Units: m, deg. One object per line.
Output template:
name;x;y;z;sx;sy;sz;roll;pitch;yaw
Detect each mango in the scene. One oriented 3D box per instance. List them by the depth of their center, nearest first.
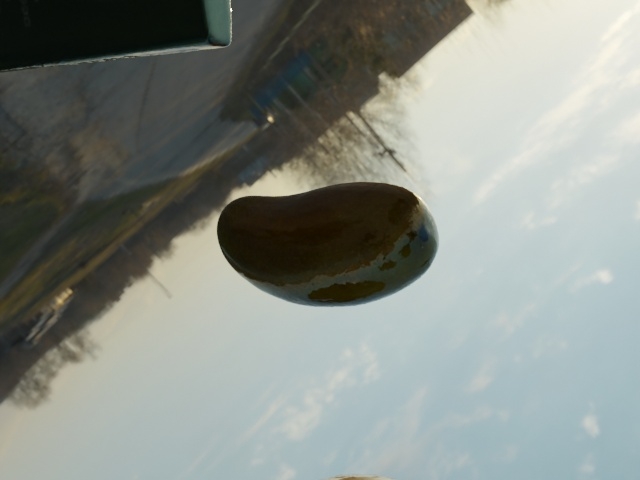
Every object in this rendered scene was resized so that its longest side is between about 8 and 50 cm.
mango;0.000;0.000;0.768;0.227;0.099;0.136;5;-135;26

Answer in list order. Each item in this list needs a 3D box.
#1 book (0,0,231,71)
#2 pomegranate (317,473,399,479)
book;-0.236;-0.279;0.692;0.371;0.260;0.043;4;-163;35
pomegranate;-0.009;0.402;0.745;0.416;0.417;0.417;-41;-170;9
